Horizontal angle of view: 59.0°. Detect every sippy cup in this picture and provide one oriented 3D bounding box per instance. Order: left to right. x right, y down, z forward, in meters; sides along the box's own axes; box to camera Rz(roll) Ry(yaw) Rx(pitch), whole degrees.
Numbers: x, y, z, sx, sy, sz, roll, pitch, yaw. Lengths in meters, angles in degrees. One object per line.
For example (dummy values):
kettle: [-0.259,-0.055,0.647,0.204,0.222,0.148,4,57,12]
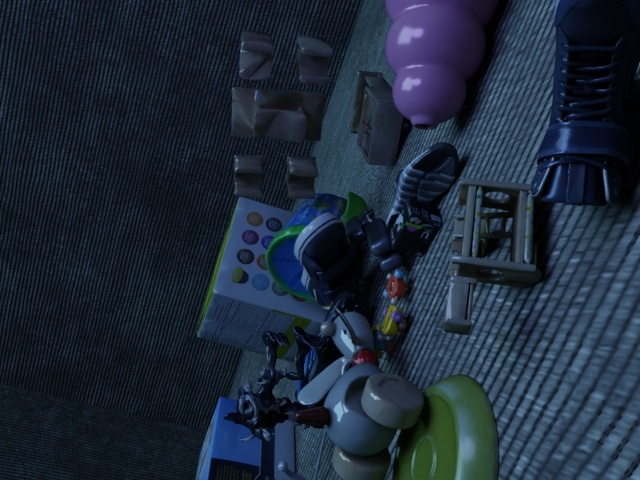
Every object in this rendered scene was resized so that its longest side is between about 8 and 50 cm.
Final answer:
sippy cup: [0.000,0.000,1.480,0.224,0.305,0.240,-70,-37,-46]

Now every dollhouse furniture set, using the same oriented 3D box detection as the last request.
dollhouse furniture set: [-0.021,-0.317,1.406,0.256,0.394,0.362,-104,18,-59]
dollhouse furniture set: [0.212,0.044,0.705,0.161,0.101,0.182,70,-150,-65]

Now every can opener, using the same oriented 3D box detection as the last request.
can opener: [0.112,0.001,1.176,0.093,0.074,0.280,-34,14,5]

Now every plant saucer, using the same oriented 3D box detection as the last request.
plant saucer: [0.145,0.287,0.725,0.241,0.037,0.241,-163,90,-80]

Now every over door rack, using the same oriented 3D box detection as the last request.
over door rack: [-0.024,0.506,1.071,0.239,0.108,0.324,-91,21,-57]

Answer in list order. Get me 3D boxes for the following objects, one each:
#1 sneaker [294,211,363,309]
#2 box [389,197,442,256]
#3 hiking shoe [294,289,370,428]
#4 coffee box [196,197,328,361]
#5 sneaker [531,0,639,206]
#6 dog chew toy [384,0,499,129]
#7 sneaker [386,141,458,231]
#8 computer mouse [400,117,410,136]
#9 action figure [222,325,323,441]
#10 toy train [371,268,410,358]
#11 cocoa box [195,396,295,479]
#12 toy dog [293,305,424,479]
sneaker: [0.028,0.059,1.222,0.126,0.127,0.321,-37,-21,-14]
box: [0.169,-0.022,1.011,0.052,0.062,0.083,-89,19,-51]
hiking shoe: [0.008,0.241,1.215,0.132,0.113,0.304,26,99,57]
coffee box: [-0.164,0.130,1.755,0.338,0.334,0.338,122,162,-54]
sneaker: [0.245,-0.121,0.514,0.226,0.086,0.163,34,-110,-60]
dog chew toy: [0.207,-0.365,1.013,0.206,0.206,0.332,167,111,-78]
sneaker: [0.181,-0.123,1.052,0.229,0.086,0.132,117,168,-47]
computer mouse: [0.196,-0.320,1.428,0.242,0.041,0.071,-103,18,-56]
action figure: [-0.095,0.316,1.138,0.141,0.164,0.276,46,122,62]
toy train: [0.126,0.143,1.034,0.125,0.046,0.166,-93,25,-65]
cocoa box: [-0.207,0.628,1.495,0.347,0.227,0.232,-100,29,-68]
toy dog: [0.027,0.218,0.871,0.333,0.160,0.220,-166,92,-77]
